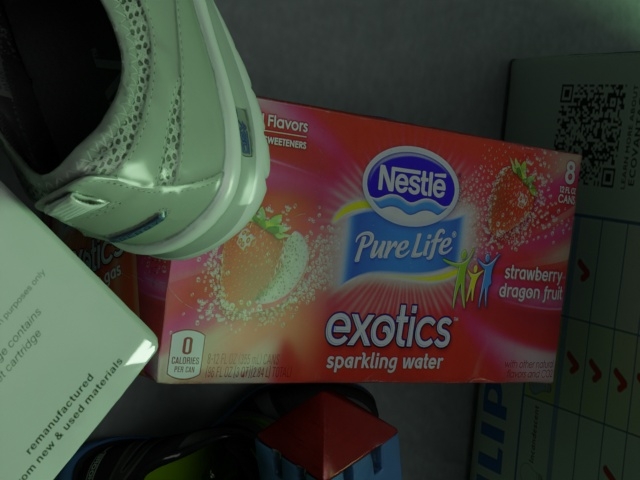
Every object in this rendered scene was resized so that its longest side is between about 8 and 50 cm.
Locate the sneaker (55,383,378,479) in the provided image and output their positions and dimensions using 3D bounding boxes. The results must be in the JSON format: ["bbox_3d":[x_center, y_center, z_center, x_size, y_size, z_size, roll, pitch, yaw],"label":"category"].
[{"bbox_3d":[-0.041,0.119,0.649,0.188,0.078,0.067,-11,104,-38],"label":"sneaker"}]

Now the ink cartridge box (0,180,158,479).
[{"bbox_3d":[-0.188,-0.012,0.458,0.093,0.160,0.219,-52,124,-18],"label":"ink cartridge box"}]

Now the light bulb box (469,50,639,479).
[{"bbox_3d":[0.278,0.078,0.697,0.225,0.361,0.358,3,95,-26],"label":"light bulb box"}]

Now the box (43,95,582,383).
[{"bbox_3d":[0.000,0.000,0.635,0.256,0.122,0.128,6,92,-39],"label":"box"}]

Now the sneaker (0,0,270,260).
[{"bbox_3d":[-0.107,-0.128,0.470,0.281,0.105,0.115,62,18,11],"label":"sneaker"}]

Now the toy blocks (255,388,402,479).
[{"bbox_3d":[-0.062,0.234,0.541,0.381,0.190,0.261,-28,127,-32],"label":"toy blocks"}]
